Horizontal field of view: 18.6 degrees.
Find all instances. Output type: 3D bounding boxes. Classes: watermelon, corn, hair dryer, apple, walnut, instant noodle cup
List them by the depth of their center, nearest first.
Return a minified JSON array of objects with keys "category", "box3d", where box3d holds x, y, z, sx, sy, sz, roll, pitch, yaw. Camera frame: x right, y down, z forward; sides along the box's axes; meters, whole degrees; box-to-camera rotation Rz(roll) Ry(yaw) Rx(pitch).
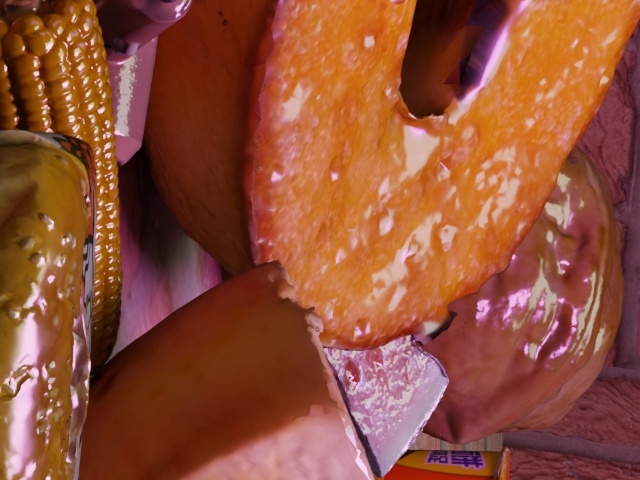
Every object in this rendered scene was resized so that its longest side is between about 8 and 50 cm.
[{"category":"corn","box3d":[-0.134,-0.024,0.937,0.080,0.080,0.231,-70,163,-51]},{"category":"hair dryer","box3d":[-0.098,-0.105,0.957,0.181,0.064,0.117,161,-63,-70]},{"category":"apple","box3d":[-0.048,0.171,1.048,0.314,0.252,0.309,-64,-165,7]},{"category":"watermelon","box3d":[-0.004,0.056,1.499,0.094,0.154,0.241,-48,143,-22]},{"category":"walnut","box3d":[0.153,0.034,1.914,0.306,0.306,0.344,66,31,-69]},{"category":"instant noodle cup","box3d":[0.110,0.318,2.144,0.213,0.174,0.213,7,90,-80]}]

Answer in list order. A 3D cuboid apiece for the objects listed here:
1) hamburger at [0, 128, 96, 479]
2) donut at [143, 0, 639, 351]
[{"category":"hamburger","box3d":[-0.149,0.051,0.765,0.235,0.125,0.214,135,-48,-85]},{"category":"donut","box3d":[0.026,-0.131,1.256,0.378,0.163,0.435,-62,149,0]}]
